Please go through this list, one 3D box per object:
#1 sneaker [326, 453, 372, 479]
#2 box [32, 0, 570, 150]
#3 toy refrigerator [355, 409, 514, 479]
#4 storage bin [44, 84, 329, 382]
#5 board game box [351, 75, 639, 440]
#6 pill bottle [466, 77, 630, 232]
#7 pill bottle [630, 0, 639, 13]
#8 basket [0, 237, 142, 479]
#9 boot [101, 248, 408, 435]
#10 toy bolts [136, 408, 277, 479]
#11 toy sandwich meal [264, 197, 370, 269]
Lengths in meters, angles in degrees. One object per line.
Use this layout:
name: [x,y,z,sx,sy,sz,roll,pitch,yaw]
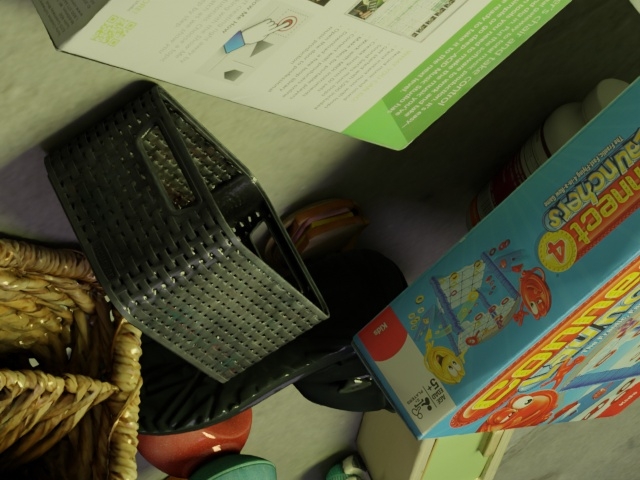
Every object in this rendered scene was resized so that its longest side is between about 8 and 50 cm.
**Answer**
sneaker: [0.018,0.293,1.857,0.110,0.107,0.275,-11,149,-7]
box: [0.026,-0.163,1.080,0.232,0.058,0.322,-41,150,24]
toy refrigerator: [0.110,0.137,1.660,0.102,0.094,0.269,-19,152,-19]
storage bin: [-0.079,0.000,1.192,0.084,0.122,0.180,-32,154,8]
board game box: [0.222,0.007,1.339,0.308,0.086,0.302,-44,157,25]
pill bottle: [0.180,-0.043,1.410,0.086,0.086,0.152,-2,144,-42]
pill bottle: [0.268,-0.201,1.187,0.180,0.108,0.108,-39,152,22]
basket: [-0.235,0.138,1.187,0.223,0.213,0.299,-38,153,21]
boot: [-0.030,0.093,1.439,0.246,0.094,0.207,-21,161,6]
toy bolts: [-0.092,0.243,1.580,0.218,0.158,0.228,-2,144,-42]
toy sandwich meal: [0.000,0.000,1.376,0.085,0.029,0.085,-23,154,-12]
